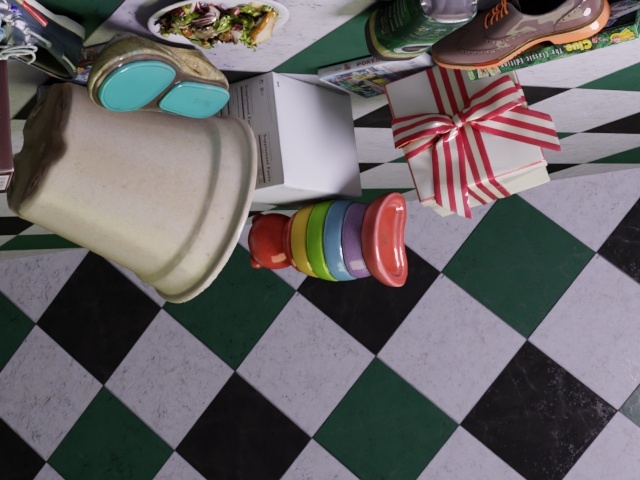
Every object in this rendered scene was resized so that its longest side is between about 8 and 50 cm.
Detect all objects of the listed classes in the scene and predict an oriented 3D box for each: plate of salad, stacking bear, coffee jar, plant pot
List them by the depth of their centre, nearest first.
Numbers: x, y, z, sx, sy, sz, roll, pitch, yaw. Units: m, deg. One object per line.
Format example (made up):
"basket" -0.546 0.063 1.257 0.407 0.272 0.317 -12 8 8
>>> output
"plate of salad" -0.142 -0.299 1.468 0.200 0.048 0.200 -6 174 -1
"coffee jar" 0.136 -0.312 1.471 0.096 0.079 0.184 -7 173 -24
"plant pot" -0.320 -0.098 1.686 0.306 0.333 0.334 20 160 -32
"stacking bear" 0.000 0.000 1.963 0.289 0.175 0.164 -1 178 25

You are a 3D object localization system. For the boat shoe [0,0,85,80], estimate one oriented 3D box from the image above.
"boat shoe" -0.401 -0.267 1.355 0.095 0.079 0.254 -1 174 21

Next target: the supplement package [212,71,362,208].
"supplement package" -0.059 -0.175 1.923 0.145 0.204 0.262 -11 171 33

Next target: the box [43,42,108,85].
"box" -0.342 -0.271 1.606 0.137 0.027 0.094 -9 174 20

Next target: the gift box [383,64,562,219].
"gift box" 0.278 -0.175 1.842 0.255 0.276 0.258 -24 167 12

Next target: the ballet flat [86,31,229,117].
"ballet flat" -0.250 -0.247 1.515 0.123 0.123 0.348 -9 178 22

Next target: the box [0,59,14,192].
"box" -0.532 -0.175 1.488 0.167 0.203 0.168 -3 173 -20

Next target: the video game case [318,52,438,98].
"video game case" 0.119 -0.295 1.853 0.184 0.023 0.201 -9 174 25

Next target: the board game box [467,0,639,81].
"board game box" 0.359 -0.312 1.586 0.260 0.030 0.136 -10 -147 32

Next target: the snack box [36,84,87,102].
"snack box" -0.388 -0.227 1.773 0.178 0.064 0.022 -3 173 -30

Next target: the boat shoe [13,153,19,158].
"boat shoe" -0.609 -0.168 2.199 0.100 0.035 0.035 -11 172 34

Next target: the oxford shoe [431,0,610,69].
"oxford shoe" 0.275 -0.327 1.527 0.271 0.096 0.098 -15 150 29

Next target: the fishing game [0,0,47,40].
"fishing game" -0.465 -0.268 1.223 0.264 0.041 0.189 -4 152 26
